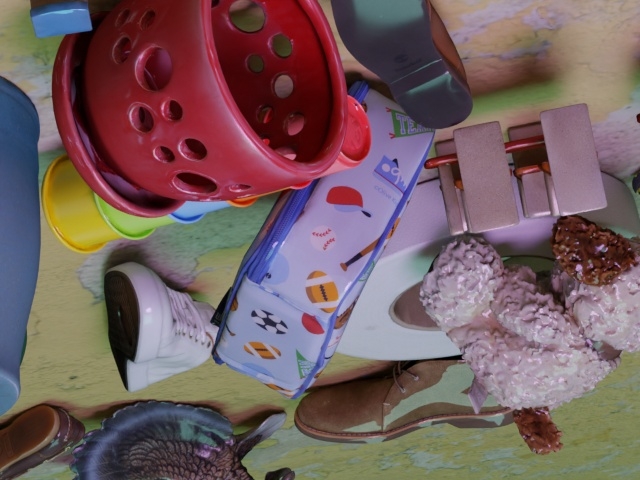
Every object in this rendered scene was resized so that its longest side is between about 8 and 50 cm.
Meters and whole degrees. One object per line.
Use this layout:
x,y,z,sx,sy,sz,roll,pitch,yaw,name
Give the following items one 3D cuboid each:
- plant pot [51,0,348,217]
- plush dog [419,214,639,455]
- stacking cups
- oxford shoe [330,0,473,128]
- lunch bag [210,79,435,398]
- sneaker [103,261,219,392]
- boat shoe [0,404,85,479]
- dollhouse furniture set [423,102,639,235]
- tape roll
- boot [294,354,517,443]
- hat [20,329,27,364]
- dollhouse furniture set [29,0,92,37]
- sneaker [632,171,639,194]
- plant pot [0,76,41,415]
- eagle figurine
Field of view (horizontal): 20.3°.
-0.098,-0.119,1.376,0.174,0.191,0.191,-15,159,32,plant pot
0.264,0.076,1.804,0.225,0.211,0.262,-37,147,26,plush dog
-0.094,-0.060,1.539,0.316,0.096,0.096,-12,160,33,stacking cups
0.061,-0.181,1.459,0.076,0.076,0.212,-17,141,17,oxford shoe
0.000,0.000,1.658,0.115,0.243,0.303,27,152,-2,lunch bag
-0.164,0.080,1.926,0.123,0.106,0.290,-17,166,-12,sneaker
-0.394,0.272,2.276,0.207,0.073,0.073,-22,153,24,boat shoe
0.222,-0.093,1.630,0.259,0.135,0.262,-11,180,0,dollhouse furniture set
0.168,0.032,1.990,0.392,0.072,0.392,-9,157,-4,tape roll
0.111,0.188,2.334,0.305,0.112,0.115,-9,127,4,boot
-0.452,0.117,1.954,0.208,0.183,0.173,-59,155,3,hat
-0.234,-0.177,1.238,0.183,0.129,0.129,-9,157,-5,dollhouse furniture set
0.371,-0.074,1.900,0.083,0.031,0.035,-26,167,40,sneaker
-0.354,0.025,1.490,0.271,0.255,0.272,-10,158,-4,plant pot
-0.191,0.313,2.386,0.298,0.225,0.226,22,106,-4,eagle figurine
